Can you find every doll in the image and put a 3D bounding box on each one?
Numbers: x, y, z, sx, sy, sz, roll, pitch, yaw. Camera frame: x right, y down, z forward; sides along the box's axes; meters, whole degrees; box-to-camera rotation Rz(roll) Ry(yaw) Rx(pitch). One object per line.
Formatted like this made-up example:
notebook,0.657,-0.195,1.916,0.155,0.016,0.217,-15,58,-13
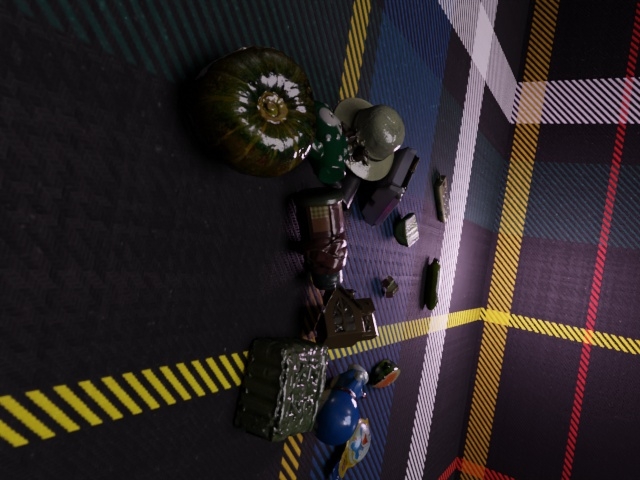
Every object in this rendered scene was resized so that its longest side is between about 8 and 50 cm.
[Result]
doll,0.056,0.497,1.433,0.215,0.161,0.257,-63,175,34

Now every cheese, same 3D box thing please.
cheese,0.111,0.751,1.659,0.270,0.069,0.177,-37,127,-48

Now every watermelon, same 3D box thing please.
watermelon,0.264,0.544,1.871,0.119,0.063,0.245,-61,153,3

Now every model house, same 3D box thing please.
model house,0.065,0.174,1.359,0.181,0.176,0.248,106,-23,-63
model house,0.265,0.182,1.785,0.058,0.057,0.083,-40,156,-12

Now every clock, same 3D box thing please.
clock,0.222,-0.174,1.517,0.187,0.083,0.253,-62,-179,-27

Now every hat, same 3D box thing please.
hat,0.166,-0.313,1.332,0.257,0.130,0.258,10,73,-36

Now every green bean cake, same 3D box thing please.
green bean cake,-0.085,0.379,1.206,0.255,0.131,0.241,23,75,-57

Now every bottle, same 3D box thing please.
bottle,0.000,0.000,1.237,0.156,0.143,0.272,-109,-168,-71

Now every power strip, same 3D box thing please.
power strip,0.574,-0.208,2.183,0.092,0.034,0.268,-54,139,-36

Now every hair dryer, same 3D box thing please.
hair dryer,0.026,-0.202,1.308,0.248,0.070,0.114,49,57,-41

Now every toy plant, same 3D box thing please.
toy plant,-0.003,-0.263,1.151,0.232,0.112,0.244,47,31,-36

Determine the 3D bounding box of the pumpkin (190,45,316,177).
pumpkin,-0.132,-0.247,0.928,0.260,0.189,0.261,3,84,-35

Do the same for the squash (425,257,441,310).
squash,0.539,0.212,2.206,0.069,0.069,0.259,-8,104,-57

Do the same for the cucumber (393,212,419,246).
cucumber,0.337,-0.045,1.826,0.115,0.062,0.117,-36,120,-51
